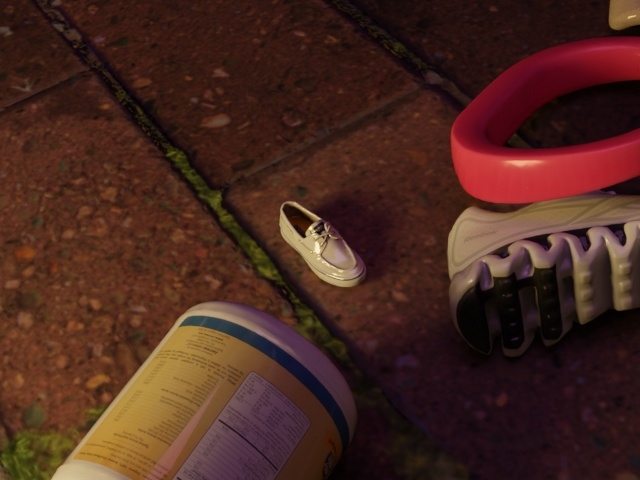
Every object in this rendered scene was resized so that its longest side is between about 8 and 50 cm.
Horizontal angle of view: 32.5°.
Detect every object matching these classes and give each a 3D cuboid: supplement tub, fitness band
[{"bbox_3d":[-0.081,0.153,0.700,0.144,0.144,0.200,20,54,25],"label":"supplement tub"},{"bbox_3d":[0.227,-0.104,0.889,0.209,0.054,0.291,1,28,34],"label":"fitness band"}]

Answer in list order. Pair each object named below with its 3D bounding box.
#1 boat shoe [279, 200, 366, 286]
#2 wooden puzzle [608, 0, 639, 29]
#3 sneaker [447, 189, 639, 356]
[{"bbox_3d":[0.000,0.000,0.901,0.035,0.035,0.100,-32,50,-19],"label":"boat shoe"},{"bbox_3d":[0.473,-0.318,1.086,0.347,0.080,0.322,5,49,14],"label":"wooden puzzle"},{"bbox_3d":[0.235,0.000,0.823,0.292,0.110,0.118,-7,36,1],"label":"sneaker"}]
